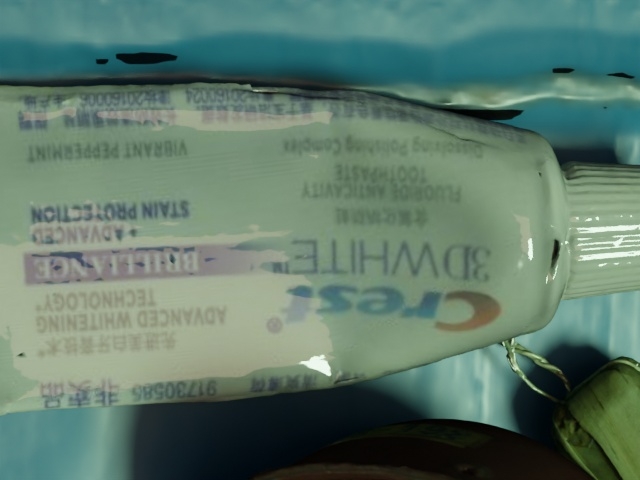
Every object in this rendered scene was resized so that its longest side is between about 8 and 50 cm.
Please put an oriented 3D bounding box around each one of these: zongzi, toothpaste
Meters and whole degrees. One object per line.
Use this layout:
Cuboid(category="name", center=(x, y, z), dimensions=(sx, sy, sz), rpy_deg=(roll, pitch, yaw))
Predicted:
Cuboid(category="zongzi", center=(0.116, 0.098, 0.574), dimensions=(0.062, 0.130, 0.154), rpy_deg=(-29, 105, 18))
Cuboid(category="toothpaste", center=(0.000, -0.002, 0.566), dimensions=(0.282, 0.068, 0.099), rpy_deg=(-2, 70, -10))

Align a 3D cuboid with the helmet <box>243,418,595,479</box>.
Cuboid(category="helmet", center=(0.054, 0.117, 0.551), dimensions=(0.106, 0.175, 0.155), rpy_deg=(-36, 106, -48))
